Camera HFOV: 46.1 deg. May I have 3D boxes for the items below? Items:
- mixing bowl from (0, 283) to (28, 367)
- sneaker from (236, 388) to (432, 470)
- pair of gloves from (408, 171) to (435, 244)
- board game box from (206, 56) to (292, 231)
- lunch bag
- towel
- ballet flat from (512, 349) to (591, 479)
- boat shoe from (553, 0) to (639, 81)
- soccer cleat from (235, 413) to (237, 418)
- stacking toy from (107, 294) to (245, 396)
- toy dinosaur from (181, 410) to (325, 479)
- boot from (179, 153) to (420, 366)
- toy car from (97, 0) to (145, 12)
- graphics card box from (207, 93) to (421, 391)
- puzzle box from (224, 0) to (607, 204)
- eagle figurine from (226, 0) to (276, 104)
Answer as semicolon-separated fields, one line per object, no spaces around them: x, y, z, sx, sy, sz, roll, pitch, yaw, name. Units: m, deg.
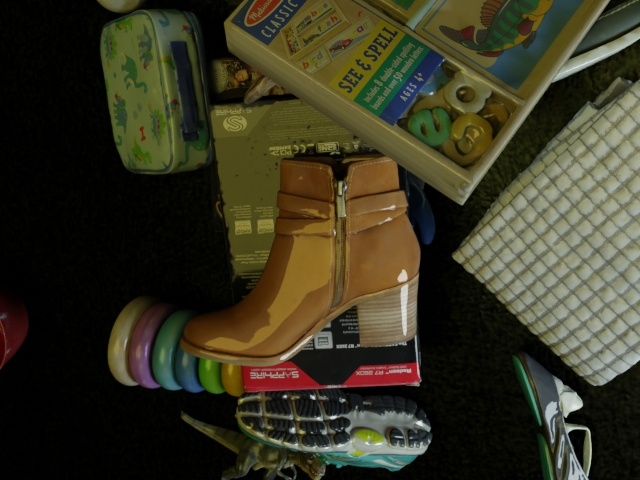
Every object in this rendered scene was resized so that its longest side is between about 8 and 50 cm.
-0.585;0.141;1.328;0.182;0.098;0.181;8;108;24;mixing bowl
0.015;0.264;1.010;0.276;0.107;0.110;15;129;-17;sneaker
0.067;-0.064;0.991;0.198;0.023;0.159;26;116;19;pair of gloves
-0.079;-0.126;1.022;0.165;0.042;0.243;7;107;33;board game box
-0.219;-0.199;1.028;0.176;0.090;0.218;5;105;52;lunch bag
0.323;-0.011;0.828;0.235;0.121;0.283;46;120;10;towel
0.297;0.228;0.940;0.074;0.074;0.203;-14;91;29;ballet flat
0.200;-0.201;0.791;0.320;0.116;0.099;-22;92;6;boat shoe
-0.092;0.271;1.163;0.083;0.029;0.035;10;100;20;soccer cleat
-0.138;0.179;1.106;0.331;0.141;0.141;11;109;19;stacking toy
-0.105;0.349;1.173;0.268;0.064;0.118;8;96;26;toy dinosaur
-0.031;0.019;0.842;0.284;0.109;0.220;-6;106;6;boot
-0.242;-0.400;0.985;0.159;0.136;0.182;63;151;30;toy car
0.000;0.000;0.940;0.233;0.094;0.370;-4;105;9;graphics card box
0.137;-0.267;0.727;0.272;0.052;0.408;34;74;10;puzzle box
-0.026;-0.333;0.870;0.225;0.227;0.298;101;150;-55;eagle figurine
